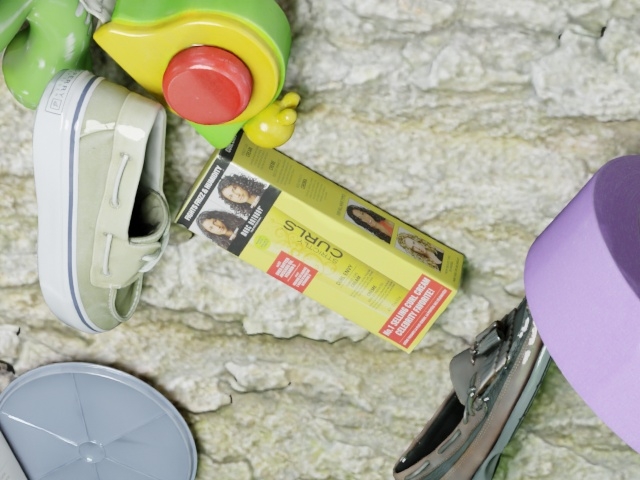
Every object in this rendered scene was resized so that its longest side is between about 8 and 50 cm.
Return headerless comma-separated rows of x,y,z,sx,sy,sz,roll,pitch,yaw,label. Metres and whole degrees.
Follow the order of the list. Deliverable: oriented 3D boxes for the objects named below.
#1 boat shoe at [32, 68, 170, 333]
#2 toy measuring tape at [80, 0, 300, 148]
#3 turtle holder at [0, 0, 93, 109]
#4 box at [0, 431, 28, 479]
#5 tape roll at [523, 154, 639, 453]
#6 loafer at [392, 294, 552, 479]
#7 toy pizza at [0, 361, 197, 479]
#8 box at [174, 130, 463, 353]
-0.172,-0.014,1.425,0.094,0.109,0.302,18,146,12,boat shoe
-0.118,-0.186,1.318,0.121,0.121,0.330,-28,125,26,toy measuring tape
-0.342,-0.188,1.334,0.243,0.320,0.227,56,138,14,turtle holder
-0.415,0.240,1.622,0.215,0.168,0.345,-5,123,28,box
0.290,0.064,1.322,0.275,0.274,0.090,31,123,-10,tape roll
0.135,0.141,1.518,0.084,0.096,0.267,22,126,3,loafer
-0.214,0.191,1.652,0.201,0.032,0.201,5,124,7,toy pizza
0.000,0.000,1.468,0.232,0.058,0.087,30,123,-9,box
